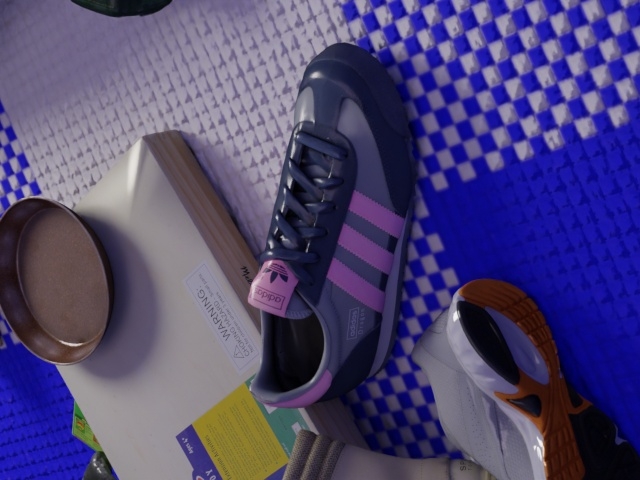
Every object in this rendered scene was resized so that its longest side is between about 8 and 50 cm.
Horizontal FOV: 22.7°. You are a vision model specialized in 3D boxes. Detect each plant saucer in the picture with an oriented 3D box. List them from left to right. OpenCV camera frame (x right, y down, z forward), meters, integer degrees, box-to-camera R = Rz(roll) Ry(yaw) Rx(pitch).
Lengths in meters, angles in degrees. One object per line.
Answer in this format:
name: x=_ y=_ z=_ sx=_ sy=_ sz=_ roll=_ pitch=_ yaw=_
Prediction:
plant saucer: x=-0.256 y=0.037 z=1.552 sx=0.168 sy=0.029 sz=0.169 roll=11 pitch=108 yaw=38

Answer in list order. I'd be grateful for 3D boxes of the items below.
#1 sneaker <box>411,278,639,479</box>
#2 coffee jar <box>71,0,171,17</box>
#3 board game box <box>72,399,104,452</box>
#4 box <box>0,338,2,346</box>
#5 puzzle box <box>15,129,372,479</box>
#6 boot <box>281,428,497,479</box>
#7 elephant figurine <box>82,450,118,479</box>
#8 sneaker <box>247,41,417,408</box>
sneaker: x=0.166 y=0.163 z=1.283 sx=0.262 sy=0.099 sz=0.121 roll=63 pitch=145 yaw=11
coffee jar: x=-0.178 y=-0.293 z=1.388 sx=0.096 sy=0.079 sz=0.184 roll=25 pitch=126 yaw=37
board game box: x=-0.180 y=0.203 z=1.658 sx=0.181 sy=0.043 sz=0.092 roll=30 pitch=127 yaw=30
box: x=-0.435 y=0.025 z=1.787 sx=0.058 sy=0.087 sz=0.232 roll=0 pitch=110 yaw=46
puzzle box: x=-0.124 y=0.136 z=1.522 sx=0.272 sy=0.052 sz=0.409 roll=-40 pitch=76 yaw=39
boot: x=0.043 y=0.298 z=1.323 sx=0.203 sy=0.095 sz=0.262 roll=11 pitch=80 yaw=7
elephant figurine: x=-0.254 y=0.305 z=1.654 sx=0.239 sy=0.169 sz=0.186 roll=-127 pitch=48 yaw=-62
sneaker: x=0.000 y=0.000 z=1.322 sx=0.112 sy=0.131 sz=0.319 roll=20 pitch=122 yaw=37
